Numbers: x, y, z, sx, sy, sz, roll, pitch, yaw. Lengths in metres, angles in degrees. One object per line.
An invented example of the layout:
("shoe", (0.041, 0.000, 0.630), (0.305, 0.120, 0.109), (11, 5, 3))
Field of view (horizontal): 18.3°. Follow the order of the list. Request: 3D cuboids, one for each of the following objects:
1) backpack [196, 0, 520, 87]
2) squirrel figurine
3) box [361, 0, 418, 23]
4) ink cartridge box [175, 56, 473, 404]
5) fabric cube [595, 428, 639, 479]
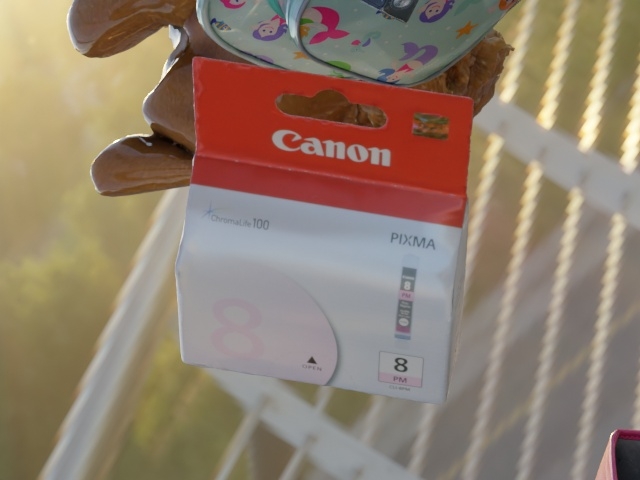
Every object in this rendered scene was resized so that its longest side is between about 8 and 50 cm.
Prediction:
("backpack", (0.029, -0.217, 1.372), (0.253, 0.225, 0.191), (-37, 55, 31))
("squirrel figurine", (-0.030, -0.251, 1.683), (0.397, 0.371, 0.281), (-7, 6, 35))
("box", (0.039, -0.158, 1.004), (0.067, 0.018, 0.083), (39, 104, 53))
("ink cartridge box", (0.000, 0.000, 1.300), (0.232, 0.189, 0.066), (89, -167, -47))
("fabric cube", (0.344, 0.345, 1.661), (0.254, 0.259, 0.258), (-90, 10, -52))
